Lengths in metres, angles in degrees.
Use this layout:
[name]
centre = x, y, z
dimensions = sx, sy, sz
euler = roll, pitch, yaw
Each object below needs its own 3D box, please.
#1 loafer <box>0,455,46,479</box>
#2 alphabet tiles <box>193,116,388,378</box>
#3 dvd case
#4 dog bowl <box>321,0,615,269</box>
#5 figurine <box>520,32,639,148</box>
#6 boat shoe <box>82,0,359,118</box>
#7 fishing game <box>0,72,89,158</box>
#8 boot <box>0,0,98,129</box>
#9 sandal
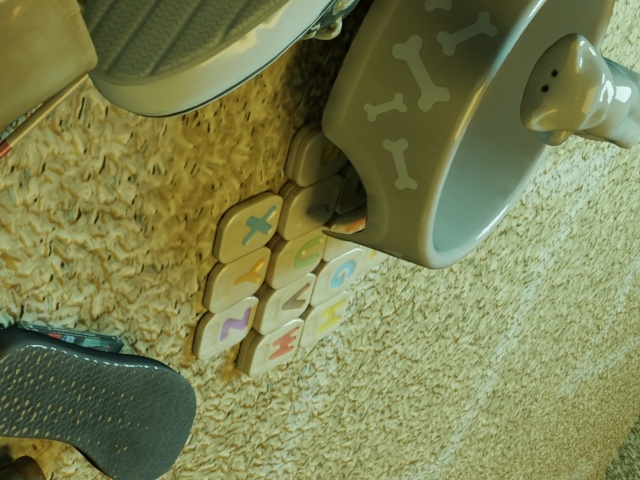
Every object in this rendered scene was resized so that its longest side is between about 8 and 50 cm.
[loafer]
centre = -0.218, 0.264, 0.966
dimensions = 0.084, 0.096, 0.267
euler = -49, 152, -21
[alphabet tiles]
centre = 0.000, 0.000, 1.077
dimensions = 0.278, 0.021, 0.284
euler = -27, 143, -43
[dvd case]
centre = -0.205, 0.104, 0.876
dimensions = 0.087, 0.013, 0.119
euler = -57, 153, 7
[dog bowl]
centre = 0.133, -0.129, 0.994
dimensions = 0.349, 0.102, 0.349
euler = -49, 158, -27
[figurine]
centre = 0.217, -0.160, 0.846
dimensions = 0.215, 0.092, 0.209
euler = -62, 163, 11
[boat shoe]
centre = -0.007, -0.177, 0.716
dimensions = 0.335, 0.121, 0.119
euler = -49, 154, -23
[fishing game]
centre = -0.187, -0.125, 0.596
dimensions = 0.189, 0.041, 0.264
euler = -45, 153, -11
[boot]
centre = -0.243, -0.080, 0.477
dimensions = 0.269, 0.089, 0.236
euler = -39, 153, -15
[sandal]
centre = -0.175, 0.115, 0.877
dimensions = 0.097, 0.054, 0.254
euler = -58, 146, -6
